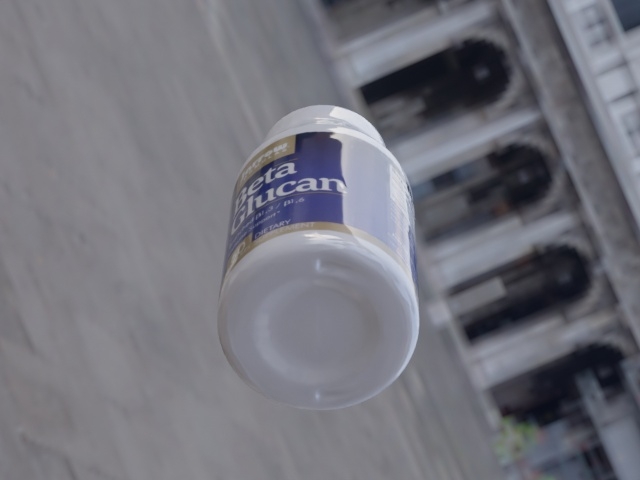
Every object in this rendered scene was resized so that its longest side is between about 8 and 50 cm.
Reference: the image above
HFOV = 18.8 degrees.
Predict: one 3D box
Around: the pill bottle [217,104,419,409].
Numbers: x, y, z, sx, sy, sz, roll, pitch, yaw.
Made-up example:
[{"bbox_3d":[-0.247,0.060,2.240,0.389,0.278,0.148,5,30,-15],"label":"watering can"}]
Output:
[{"bbox_3d":[0.000,0.000,0.949,0.169,0.094,0.094,-88,156,-61],"label":"pill bottle"}]
